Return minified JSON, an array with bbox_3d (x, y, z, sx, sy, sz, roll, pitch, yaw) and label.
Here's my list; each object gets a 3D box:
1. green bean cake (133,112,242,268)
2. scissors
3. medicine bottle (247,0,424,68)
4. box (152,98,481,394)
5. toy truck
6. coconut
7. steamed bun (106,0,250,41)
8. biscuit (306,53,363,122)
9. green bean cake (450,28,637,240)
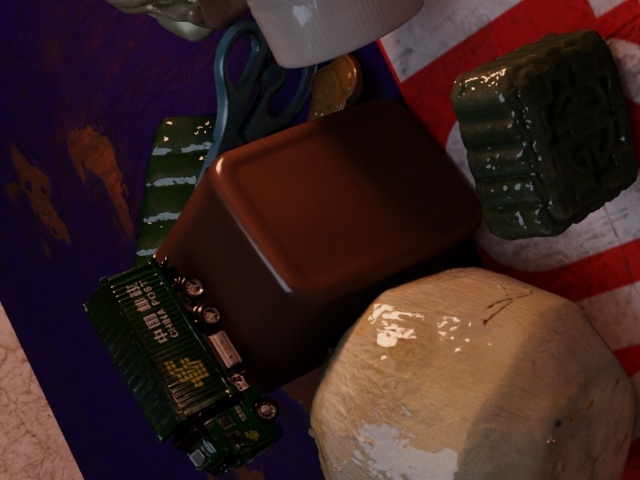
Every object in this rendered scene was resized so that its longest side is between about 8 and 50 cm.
[{"bbox_3d":[-0.142,-0.005,1.823,0.169,0.300,0.308,-3,70,17],"label":"green bean cake"},{"bbox_3d":[-0.118,-0.119,1.632,0.032,0.180,0.393,23,91,42],"label":"scissors"},{"bbox_3d":[-0.038,-0.401,1.388,0.211,0.211,0.371,5,127,54],"label":"medicine bottle"},{"bbox_3d":[0.000,0.000,1.531,0.239,0.339,0.229,55,143,16],"label":"box"},{"bbox_3d":[-0.156,0.149,1.421,0.259,0.121,0.088,57,141,13],"label":"toy truck"},{"bbox_3d":[0.159,0.206,1.424,0.360,0.346,0.346,19,126,37],"label":"coconut"},{"bbox_3d":[-0.187,-0.366,1.603,0.268,0.280,0.207,41,137,32],"label":"steamed bun"},{"bbox_3d":[0.011,-0.190,1.634,0.140,0.023,0.118,-65,31,29],"label":"biscuit"},{"bbox_3d":[0.239,-0.111,1.258,0.094,0.185,0.183,-4,109,50],"label":"green bean cake"}]
